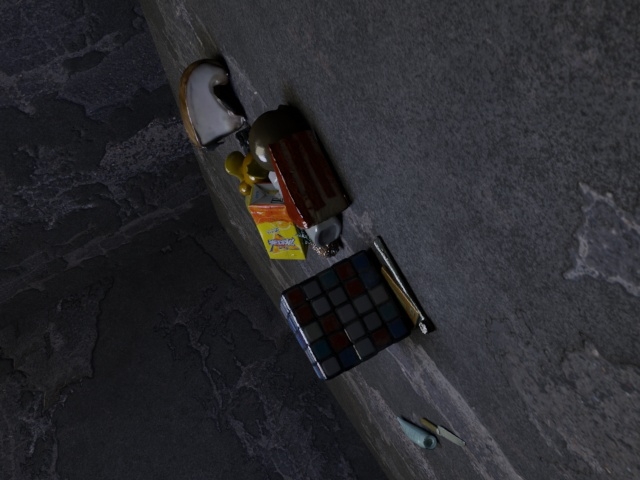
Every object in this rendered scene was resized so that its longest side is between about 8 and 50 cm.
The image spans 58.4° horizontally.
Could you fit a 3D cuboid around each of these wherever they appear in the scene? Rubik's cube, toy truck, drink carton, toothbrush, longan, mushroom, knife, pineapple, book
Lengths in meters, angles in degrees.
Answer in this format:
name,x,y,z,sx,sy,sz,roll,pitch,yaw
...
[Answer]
name,x,y,z,sx,sy,sz,roll,pitch,yaw
Rubik's cube,0.064,0.235,1.748,0.293,0.292,0.287,62,170,9
toy truck,-0.263,-0.344,2.271,0.202,0.074,0.088,63,174,-6
drink carton,-0.149,-0.065,2.117,0.351,0.154,0.111,74,-160,-56
toothbrush,0.221,0.119,1.545,0.030,0.030,0.297,-38,78,49
longan,-0.123,-0.302,1.687,0.159,0.204,0.185,5,170,34
mushroom,-0.485,-0.576,2.286,0.397,0.224,0.314,44,159,53
knife,0.400,0.630,1.896,0.047,0.017,0.298,70,165,-6
pineapple,0.000,-0.001,1.963,0.221,0.103,0.083,34,138,53
book,0.225,0.163,1.640,0.172,0.012,0.118,54,164,26

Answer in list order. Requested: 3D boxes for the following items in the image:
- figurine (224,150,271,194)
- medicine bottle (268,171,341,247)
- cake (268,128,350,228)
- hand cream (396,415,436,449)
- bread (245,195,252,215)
name,x,y,z,sx,sy,sz,roll,pitch,yaw
figurine,-0.233,-0.257,2.118,0.228,0.215,0.215,0,120,47
medicine bottle,-0.051,-0.127,1.859,0.296,0.111,0.161,53,168,25
cake,-0.047,-0.175,1.663,0.262,0.158,0.159,65,164,-4
hand cream,0.351,0.729,2.162,0.085,0.058,0.331,59,165,2
bread,-0.215,-0.136,2.303,0.261,0.156,0.158,60,164,6
